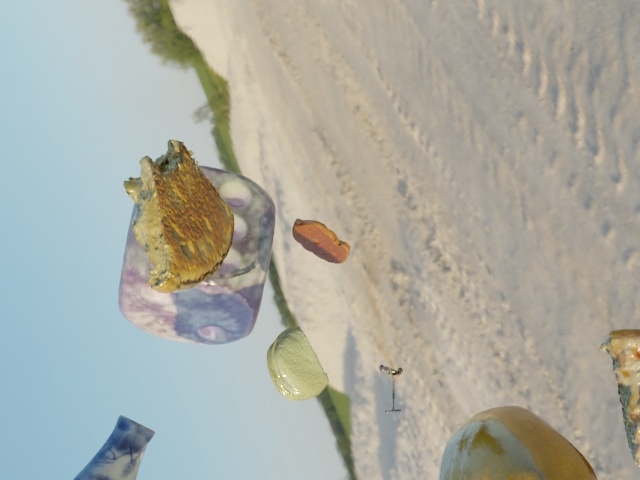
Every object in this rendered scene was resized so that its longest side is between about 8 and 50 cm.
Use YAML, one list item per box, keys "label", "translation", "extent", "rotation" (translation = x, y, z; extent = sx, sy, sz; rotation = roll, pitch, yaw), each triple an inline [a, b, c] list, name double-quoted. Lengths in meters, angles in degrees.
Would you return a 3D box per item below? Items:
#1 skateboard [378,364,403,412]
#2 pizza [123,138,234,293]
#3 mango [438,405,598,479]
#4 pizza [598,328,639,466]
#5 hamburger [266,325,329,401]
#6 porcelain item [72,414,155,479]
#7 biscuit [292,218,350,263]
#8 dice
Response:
- label: "skateboard"
  translation: [0.127, 0.274, 1.734]
  extent: [0.064, 0.032, 0.083]
  rotation: [-179, 88, -65]
- label: "pizza"
  translation: [-0.232, -0.038, 1.487]
  extent: [0.223, 0.090, 0.323]
  rotation: [66, -162, -12]
- label: "mango"
  translation: [0.234, 0.292, 1.120]
  extent: [0.359, 0.144, 0.186]
  rotation: [126, 144, -74]
- label: "pizza"
  translation: [0.470, 0.225, 1.312]
  extent: [0.052, 0.185, 0.195]
  rotation: [21, -96, -65]
- label: "hamburger"
  translation: [-0.047, 0.205, 1.508]
  extent: [0.054, 0.084, 0.121]
  rotation: [-26, 84, 50]
- label: "porcelain item"
  translation: [-0.455, 0.512, 2.024]
  extent: [0.141, 0.259, 0.141]
  rotation: [23, 163, 7]
- label: "biscuit"
  translation: [0.000, 0.000, 1.865]
  extent: [0.130, 0.019, 0.102]
  rotation: [34, 148, -7]
- label: "dice"
  translation: [-0.239, 0.032, 1.827]
  extent: [0.271, 0.270, 0.270]
  rotation: [110, 168, -56]
